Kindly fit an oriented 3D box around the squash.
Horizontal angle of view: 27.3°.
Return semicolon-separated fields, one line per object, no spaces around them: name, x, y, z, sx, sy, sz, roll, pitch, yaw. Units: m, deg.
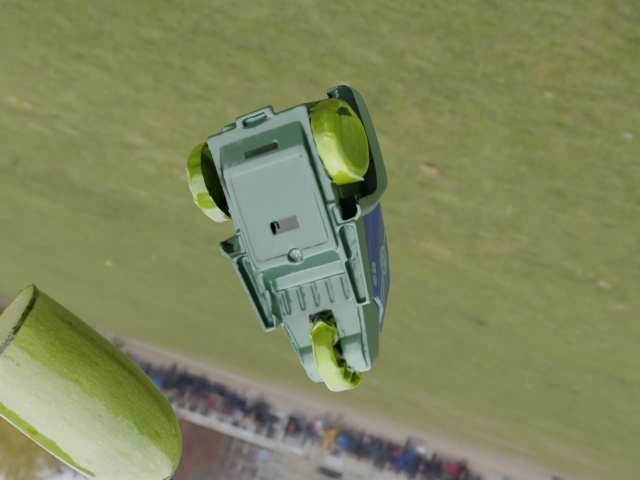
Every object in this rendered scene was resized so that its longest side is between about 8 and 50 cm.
squash;-0.244;0.169;1.383;0.247;0.132;0.132;40;165;-17

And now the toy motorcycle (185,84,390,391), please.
toy motorcycle;0.000;0.000;1.507;0.191;0.326;0.200;-16;-175;23

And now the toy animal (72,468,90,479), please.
toy animal;-0.367;0.347;2.302;0.116;0.218;0.179;19;-155;-3
